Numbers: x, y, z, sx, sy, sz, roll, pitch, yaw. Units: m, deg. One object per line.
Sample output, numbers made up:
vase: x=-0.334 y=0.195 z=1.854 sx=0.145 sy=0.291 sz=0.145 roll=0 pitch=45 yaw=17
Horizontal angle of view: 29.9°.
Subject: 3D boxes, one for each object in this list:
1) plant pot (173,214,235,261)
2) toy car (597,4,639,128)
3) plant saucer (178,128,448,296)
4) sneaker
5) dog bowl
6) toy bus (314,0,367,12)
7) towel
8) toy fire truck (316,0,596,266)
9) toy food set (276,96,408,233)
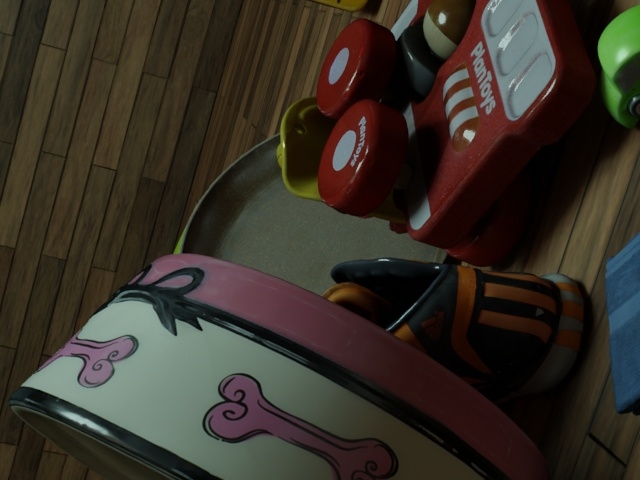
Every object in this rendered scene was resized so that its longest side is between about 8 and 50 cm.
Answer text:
plant pot: x=-0.066 y=0.116 z=1.403 sx=0.227 sy=0.228 sz=0.207 roll=119 pitch=153 yaw=-45
toy car: x=0.248 y=-0.170 z=0.825 sx=0.225 sy=0.053 sz=0.239 roll=119 pitch=159 yaw=-43
plant saucer: x=0.000 y=0.000 z=1.254 sx=0.050 sy=0.311 sz=0.310 roll=61 pitch=-156 yaw=-47
sneaker: x=0.067 y=0.091 z=1.003 sx=0.321 sy=0.180 sz=0.124 roll=126 pitch=154 yaw=-55
dog bowl: x=-0.014 y=0.161 z=0.878 sx=0.150 sy=0.408 sz=0.408 roll=-60 pitch=10 yaw=-18
toy bus: x=0.056 y=-0.490 z=1.673 sx=0.108 sy=0.130 sz=0.332 roll=-132 pitch=57 yaw=-72
towel: x=0.216 y=0.052 z=0.787 sx=0.067 sy=0.029 sz=0.119 roll=125 pitch=155 yaw=-54
toy fire truck: x=0.129 y=-0.143 z=1.045 sx=0.254 sy=0.169 sz=0.302 roll=-51 pitch=28 yaw=36
toy food set: x=0.042 y=-0.058 z=1.168 sx=0.071 sy=0.218 sz=0.128 roll=-45 pitch=41 yaw=44
